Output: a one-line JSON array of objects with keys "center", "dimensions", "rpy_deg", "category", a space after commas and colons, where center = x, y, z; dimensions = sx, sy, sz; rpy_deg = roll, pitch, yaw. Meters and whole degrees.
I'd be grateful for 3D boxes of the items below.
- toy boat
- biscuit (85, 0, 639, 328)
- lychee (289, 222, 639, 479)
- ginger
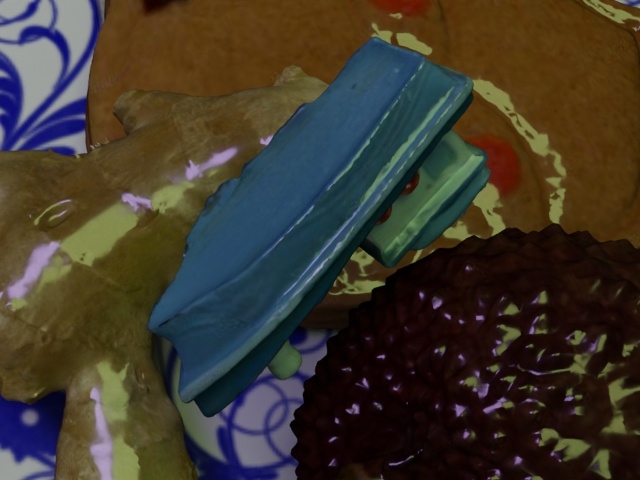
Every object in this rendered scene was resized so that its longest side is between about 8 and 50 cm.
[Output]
[{"center": [0.000, 0.000, 0.867], "dimensions": [0.238, 0.109, 0.098], "rpy_deg": [-48, 121, -5], "category": "toy boat"}, {"center": [0.057, -0.096, 1.120], "dimensions": [0.455, 0.078, 0.349], "rpy_deg": [-15, 70, -20], "category": "biscuit"}, {"center": [0.123, 0.127, 0.895], "dimensions": [0.304, 0.276, 0.275], "rpy_deg": [-8, 63, -40], "category": "lychee"}, {"center": [-0.171, 0.002, 0.966], "dimensions": [0.363, 0.122, 0.348], "rpy_deg": [29, 76, 13], "category": "ginger"}]
